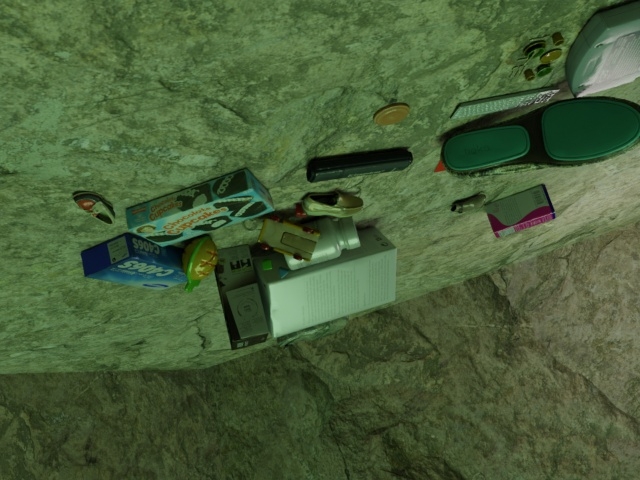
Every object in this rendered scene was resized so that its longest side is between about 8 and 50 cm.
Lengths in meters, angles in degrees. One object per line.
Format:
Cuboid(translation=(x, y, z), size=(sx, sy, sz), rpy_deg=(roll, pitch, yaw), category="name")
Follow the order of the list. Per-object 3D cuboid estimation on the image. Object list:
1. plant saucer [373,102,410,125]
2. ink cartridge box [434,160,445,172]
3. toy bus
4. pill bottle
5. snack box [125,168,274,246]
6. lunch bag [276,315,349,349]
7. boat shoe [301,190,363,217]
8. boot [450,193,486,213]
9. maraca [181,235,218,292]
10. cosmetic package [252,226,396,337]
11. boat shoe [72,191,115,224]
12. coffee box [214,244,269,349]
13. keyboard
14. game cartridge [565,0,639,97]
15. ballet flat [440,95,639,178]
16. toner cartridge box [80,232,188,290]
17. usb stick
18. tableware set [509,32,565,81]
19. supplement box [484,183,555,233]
Cuboid(translation=(0.159, -0.278, 1.443), size=(0.084, 0.013, 0.083), rpy_deg=(-14, 163, -5), category="plant saucer")
Cuboid(translation=(0.451, -0.227, 1.796), size=(0.233, 0.066, 0.189), rpy_deg=(-17, 163, -8), category="ink cartridge box")
Cuboid(translation=(-0.100, -0.013, 1.883), size=(0.191, 0.202, 0.104), rpy_deg=(-24, -172, 4), category="toy bus")
Cuboid(translation=(0.000, 0.000, 1.996), size=(0.230, 0.131, 0.131), rpy_deg=(-16, 163, 4), category="pill bottle")
Cuboid(translation=(-0.296, -0.075, 1.621), size=(0.322, 0.060, 0.187), rpy_deg=(-18, 163, 9), category="snack box")
Cuboid(translation=(-0.079, 0.220, 2.358), size=(0.256, 0.304, 0.212), rpy_deg=(-13, 164, -27), category="lunch bag")
Cuboid(translation=(0.044, -0.107, 1.817), size=(0.190, 0.068, 0.072), rpy_deg=(-6, 150, -27), category="boat shoe")
Cuboid(translation=(0.497, -0.122, 2.194), size=(0.087, 0.042, 0.118), rpy_deg=(-8, 162, -16), category="boot")
Cuboid(translation=(-0.357, 0.070, 1.898), size=(0.127, 0.099, 0.185), rpy_deg=(-42, 154, -58), category="maraca")
Cuboid(translation=(0.019, 0.134, 2.161), size=(0.454, 0.161, 0.229), rpy_deg=(-15, 124, -19), category="cosmetic package")
Cuboid(translation=(-0.512, -0.073, 1.473), size=(0.049, 0.043, 0.137), rpy_deg=(-16, 162, 9), category="boat shoe")
Cuboid(translation=(-0.259, 0.185, 2.080), size=(0.119, 0.296, 0.168), rpy_deg=(-11, 162, -13), category="coffee box")
Cuboid(translation=(0.436, -0.324, 1.537), size=(0.256, 0.014, 0.072), rpy_deg=(-12, 163, -10), category="keyboard")
Cuboid(translation=(0.630, -0.407, 1.375), size=(0.196, 0.060, 0.294), rpy_deg=(-20, 163, 3), category="game cartridge")
Cuboid(translation=(0.539, -0.240, 1.578), size=(0.483, 0.163, 0.182), rpy_deg=(-8, 174, 32), category="ballet flat")
Cuboid(translation=(-0.508, 0.070, 1.881), size=(0.165, 0.075, 0.348), rpy_deg=(-20, 163, 18), category="toner cartridge box")
Cuboid(translation=(0.098, -0.186, 1.631), size=(0.278, 0.045, 0.077), rpy_deg=(-10, 162, -19), category="usb stick")
Cuboid(translation=(0.466, -0.381, 1.362), size=(0.104, 0.024, 0.154), rpy_deg=(-14, 163, -6), category="tableware set")
Cuboid(translation=(0.714, -0.102, 2.324), size=(0.220, 0.111, 0.114), rpy_deg=(-19, 164, 16), category="supplement box")
